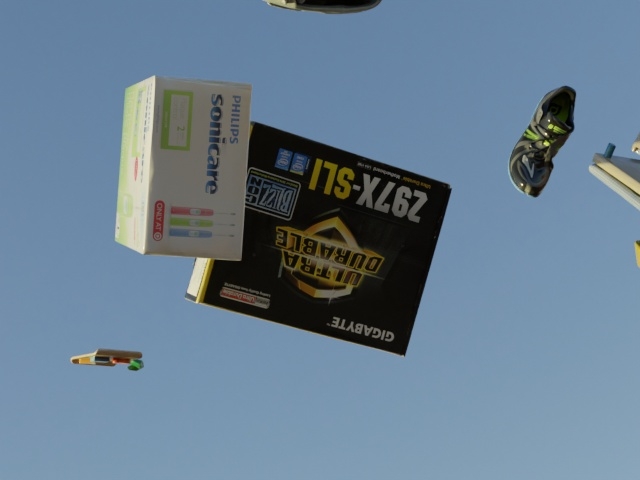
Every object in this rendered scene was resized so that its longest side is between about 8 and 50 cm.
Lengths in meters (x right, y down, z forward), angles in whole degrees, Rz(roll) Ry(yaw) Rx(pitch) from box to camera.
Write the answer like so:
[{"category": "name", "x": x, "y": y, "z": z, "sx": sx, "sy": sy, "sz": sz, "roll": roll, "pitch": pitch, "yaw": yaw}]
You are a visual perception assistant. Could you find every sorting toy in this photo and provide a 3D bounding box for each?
[{"category": "sorting toy", "x": -0.219, "y": 0.130, "z": 1.512, "sx": 0.083, "sy": 0.012, "sz": 0.062, "roll": 9, "pitch": -19, "yaw": -37}]

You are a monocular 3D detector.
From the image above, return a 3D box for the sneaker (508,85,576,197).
[{"category": "sneaker", "x": 0.334, "y": -0.153, "z": 2.095, "sx": 0.067, "sy": 0.188, "sz": 0.078, "roll": 25, "pitch": -17, "yaw": -2}]

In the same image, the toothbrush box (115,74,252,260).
[{"category": "toothbrush box", "x": -0.173, "y": -0.089, "z": 1.716, "sx": 0.122, "sy": 0.206, "sz": 0.283, "roll": 3, "pitch": 3, "yaw": -16}]

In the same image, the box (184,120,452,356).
[{"category": "box", "x": 0.000, "y": 0.000, "z": 1.939, "sx": 0.322, "sy": 0.257, "sz": 0.079, "roll": 17, "pitch": -3, "yaw": -23}]

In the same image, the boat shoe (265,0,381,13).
[{"category": "boat shoe", "x": -0.030, "y": -0.282, "z": 1.464, "sx": 0.227, "sy": 0.081, "sz": 0.079, "roll": 1, "pitch": -60, "yaw": -34}]

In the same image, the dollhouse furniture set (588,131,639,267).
[{"category": "dollhouse furniture set", "x": 0.428, "y": -0.008, "z": 1.773, "sx": 0.303, "sy": 0.286, "sz": 0.198, "roll": 5, "pitch": -65, "yaw": -35}]
